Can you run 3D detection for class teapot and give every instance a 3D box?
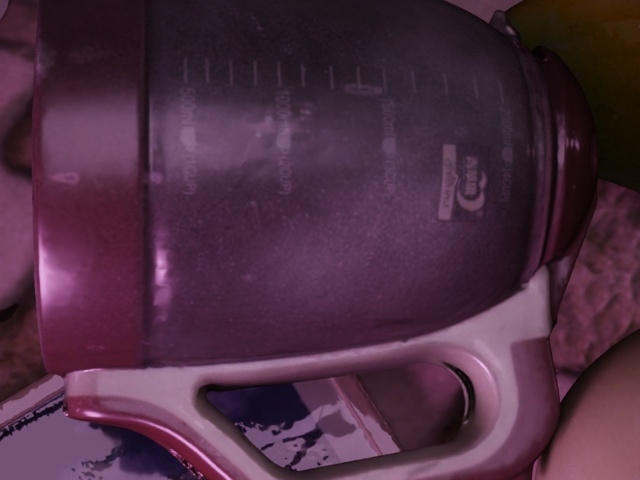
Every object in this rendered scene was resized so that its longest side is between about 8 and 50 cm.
[{"bbox_3d":[0.000,0.000,0.951,0.312,0.233,0.314,0,81,-4],"label":"teapot"}]

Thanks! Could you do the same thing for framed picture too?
[{"bbox_3d":[-0.094,0.155,1.032,0.281,0.019,0.209,-33,80,-9],"label":"framed picture"}]

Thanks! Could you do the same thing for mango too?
[{"bbox_3d":[0.212,-0.097,1.045,0.251,0.156,0.114,15,53,13],"label":"mango"}]

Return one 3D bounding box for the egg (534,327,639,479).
[{"bbox_3d":[0.242,0.125,0.969,0.254,0.188,0.188,-25,79,-16],"label":"egg"}]

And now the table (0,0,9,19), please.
[{"bbox_3d":[-0.247,-0.222,1.027,0.167,0.166,0.198,11,104,0],"label":"table"}]
